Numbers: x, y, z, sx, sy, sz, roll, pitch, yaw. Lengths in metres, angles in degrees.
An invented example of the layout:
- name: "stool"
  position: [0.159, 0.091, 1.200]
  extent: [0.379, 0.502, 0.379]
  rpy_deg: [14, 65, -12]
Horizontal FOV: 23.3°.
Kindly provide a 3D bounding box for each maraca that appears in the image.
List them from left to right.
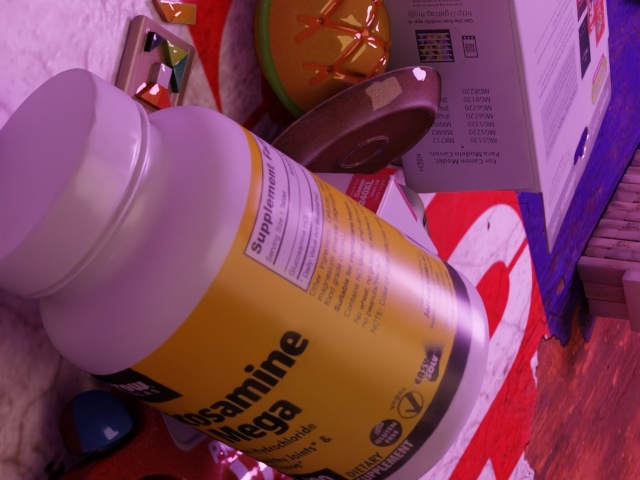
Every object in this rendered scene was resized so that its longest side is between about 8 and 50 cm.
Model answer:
- name: "maraca"
  position: [-0.002, -0.182, 1.224]
  extent: [0.127, 0.099, 0.186]
  rpy_deg: [-27, 112, -39]

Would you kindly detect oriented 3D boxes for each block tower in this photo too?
- name: "block tower"
  position: [0.424, -0.036, 1.952]
  extent: [0.335, 0.097, 0.091]
  rpy_deg: [-57, 141, -37]

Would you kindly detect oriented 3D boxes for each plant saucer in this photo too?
- name: "plant saucer"
  position: [0.029, -0.081, 1.250]
  extent: [0.168, 0.168, 0.029]
  rpy_deg: [-1, 59, -58]

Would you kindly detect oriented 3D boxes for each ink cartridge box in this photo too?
- name: "ink cartridge box"
  position: [0.000, 0.000, 1.220]
  extent: [0.109, 0.150, 0.063]
  rpy_deg: [56, 47, -48]
- name: "ink cartridge box"
  position: [0.170, -0.177, 1.424]
  extent: [0.309, 0.130, 0.272]
  rpy_deg: [-58, 142, -51]

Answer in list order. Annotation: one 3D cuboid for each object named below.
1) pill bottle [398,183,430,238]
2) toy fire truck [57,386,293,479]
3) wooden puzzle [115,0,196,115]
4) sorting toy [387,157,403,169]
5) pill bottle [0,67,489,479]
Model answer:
- name: "pill bottle"
  position: [0.054, 0.049, 1.361]
  extent: [0.103, 0.103, 0.184]
  rpy_deg: [-45, 133, -44]
- name: "toy fire truck"
  position: [-0.090, 0.204, 1.142]
  extent: [0.302, 0.169, 0.254]
  rpy_deg: [-32, 99, -52]
- name: "wooden puzzle"
  position: [-0.118, -0.123, 1.131]
  extent: [0.078, 0.014, 0.116]
  rpy_deg: [13, 86, -58]
- name: "sorting toy"
  position: [0.039, -0.104, 1.365]
  extent: [0.075, 0.044, 0.083]
  rpy_deg: [2, 88, -49]
- name: "pill bottle"
  position: [-0.061, 0.031, 1.026]
  extent: [0.334, 0.188, 0.188]
  rpy_deg: [32, 68, -32]
